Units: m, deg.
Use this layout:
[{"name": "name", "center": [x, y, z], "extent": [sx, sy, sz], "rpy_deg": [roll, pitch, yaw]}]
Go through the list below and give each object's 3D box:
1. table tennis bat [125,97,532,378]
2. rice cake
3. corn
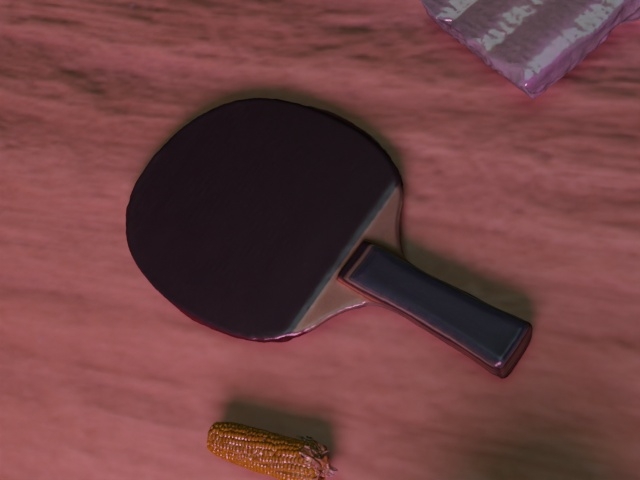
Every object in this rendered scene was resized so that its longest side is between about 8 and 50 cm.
[{"name": "table tennis bat", "center": [0.000, 0.000, 0.695], "extent": [0.301, 0.022, 0.173], "rpy_deg": [28, 74, 29]}, {"name": "rice cake", "center": [0.191, -0.199, 0.727], "extent": [0.237, 0.043, 0.127], "rpy_deg": [-41, 61, -5]}, {"name": "corn", "center": [-0.029, 0.125, 0.635], "extent": [0.083, 0.028, 0.027], "rpy_deg": [13, 25, 23]}]
